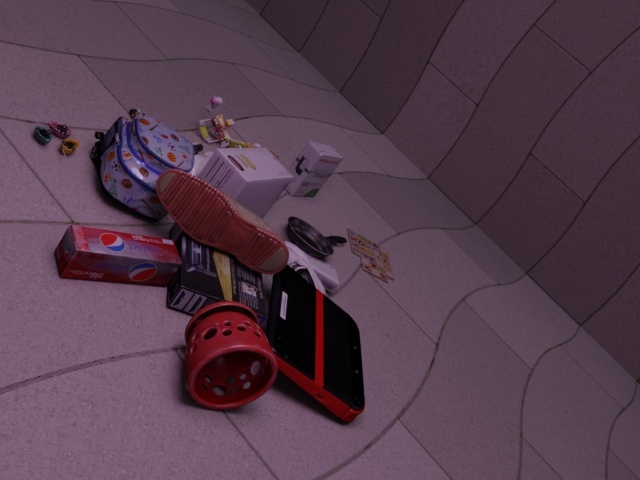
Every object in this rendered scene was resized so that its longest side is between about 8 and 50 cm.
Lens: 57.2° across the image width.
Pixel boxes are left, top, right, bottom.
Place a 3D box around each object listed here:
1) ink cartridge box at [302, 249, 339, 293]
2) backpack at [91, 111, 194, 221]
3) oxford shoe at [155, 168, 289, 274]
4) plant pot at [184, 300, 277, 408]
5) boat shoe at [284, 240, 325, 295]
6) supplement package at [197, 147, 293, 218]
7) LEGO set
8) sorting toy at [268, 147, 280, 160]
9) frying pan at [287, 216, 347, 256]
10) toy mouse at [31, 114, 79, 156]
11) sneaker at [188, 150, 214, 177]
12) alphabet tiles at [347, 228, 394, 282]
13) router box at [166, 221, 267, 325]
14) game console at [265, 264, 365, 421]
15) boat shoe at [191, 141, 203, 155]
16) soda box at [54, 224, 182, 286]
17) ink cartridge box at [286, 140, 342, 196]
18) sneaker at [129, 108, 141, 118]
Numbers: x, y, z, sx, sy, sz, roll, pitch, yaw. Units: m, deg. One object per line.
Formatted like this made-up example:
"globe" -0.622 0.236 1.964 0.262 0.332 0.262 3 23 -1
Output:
"ink cartridge box" -0.013 0.094 1.943 0.145 0.045 0.179 34 9 -11
"backpack" -0.471 -0.197 1.610 0.276 0.213 0.264 24 41 -34
"oxford shoe" -0.261 -0.054 1.568 0.397 0.140 0.146 39 10 -16
"plant pot" -0.206 0.241 1.281 0.191 0.191 0.174 20 26 -35
"boat shoe" -0.063 0.087 1.797 0.226 0.083 0.076 48 1 14
"supplement package" -0.249 -0.168 1.833 0.145 0.204 0.261 47 27 14
"LEGO set" -0.347 -0.379 2.139 0.287 0.132 0.107 52 37 9
"sorting toy" -0.205 -0.354 2.396 0.083 0.012 0.062 36 31 -16
"frying pan" -0.023 -0.019 2.072 0.197 0.053 0.326 41 16 5
"toy mouse" -0.725 -0.286 1.592 0.143 0.031 0.161 34 27 -13
"sneaker" -0.355 -0.221 1.888 0.115 0.090 0.232 27 27 3
"alphabet tiles" 0.197 0.063 2.276 0.198 0.009 0.237 28 28 -23
"router box" -0.275 0.081 1.552 0.242 0.081 0.309 25 30 -28
"game console" -0.014 0.265 1.573 0.342 0.060 0.387 40 24 -22
"boat shoe" -0.444 -0.277 1.921 0.233 0.083 0.079 -61 138 -70
"soda box" -0.463 0.039 1.360 0.263 0.092 0.083 12 38 -45
"ink cartridge box" -0.034 -0.274 2.272 0.153 0.208 0.087 -1 47 -53
"sneaker" -0.607 -0.406 1.942 0.035 0.031 0.083 -6 46 -38
